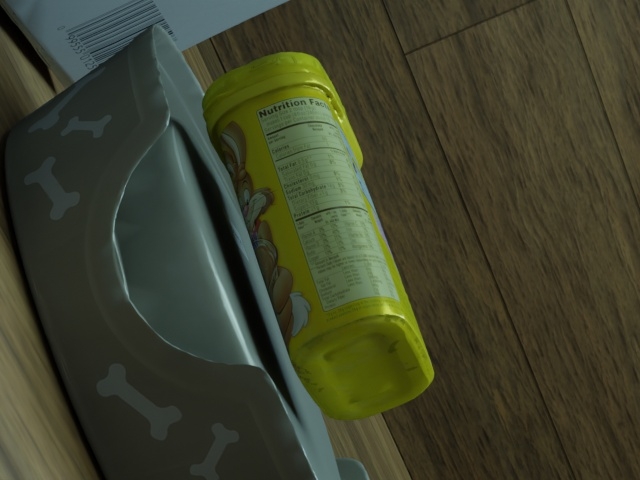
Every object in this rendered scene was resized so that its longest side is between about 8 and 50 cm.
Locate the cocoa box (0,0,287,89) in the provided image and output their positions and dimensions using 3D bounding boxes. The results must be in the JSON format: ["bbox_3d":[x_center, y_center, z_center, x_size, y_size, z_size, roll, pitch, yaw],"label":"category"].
[{"bbox_3d":[-0.133,-0.286,1.174,0.347,0.231,0.228,58,7,-69],"label":"cocoa box"}]

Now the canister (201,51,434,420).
[{"bbox_3d":[0.000,0.000,1.065,0.126,0.073,0.170,61,8,-60],"label":"canister"}]

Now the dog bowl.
[{"bbox_3d":[-0.068,0.058,1.094,0.349,0.102,0.349,-22,90,-87],"label":"dog bowl"}]
